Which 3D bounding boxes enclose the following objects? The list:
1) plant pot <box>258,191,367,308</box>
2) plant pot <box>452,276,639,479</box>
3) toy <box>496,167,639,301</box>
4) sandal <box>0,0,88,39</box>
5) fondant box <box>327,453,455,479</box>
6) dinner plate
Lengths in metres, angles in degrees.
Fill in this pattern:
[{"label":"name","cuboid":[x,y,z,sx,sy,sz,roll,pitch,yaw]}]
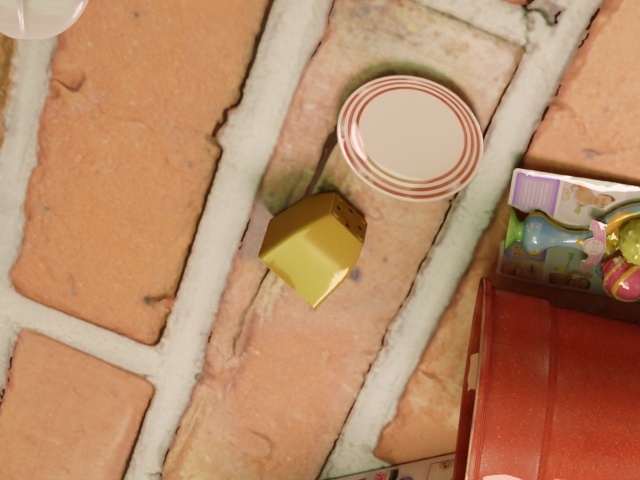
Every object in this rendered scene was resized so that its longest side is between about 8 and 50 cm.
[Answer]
[{"label":"plant pot","cuboid":[0.000,0.000,1.475,0.081,0.081,0.083,42,116,-16]},{"label":"plant pot","cuboid":[0.269,0.185,1.422,0.265,0.272,0.272,7,129,4]},{"label":"toy","cuboid":[0.288,0.016,1.401,0.237,0.056,0.137,12,131,10]},{"label":"sandal","cuboid":[-0.244,-0.312,1.322,0.102,0.076,0.265,5,109,-2]},{"label":"fondant box","cuboid":[0.103,0.354,1.612,0.330,0.238,0.096,-16,121,29]},{"label":"dinner plate","cuboid":[0.085,-0.098,1.406,0.141,0.017,0.141,9,130,11]}]
